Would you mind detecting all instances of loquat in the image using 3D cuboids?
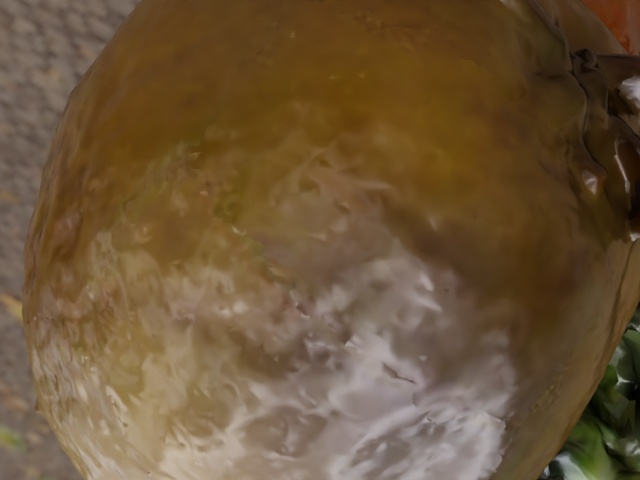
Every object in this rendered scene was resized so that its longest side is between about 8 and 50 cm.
[{"bbox_3d":[0.000,0.000,0.640,0.193,0.238,0.238,42,149,-17],"label":"loquat"}]

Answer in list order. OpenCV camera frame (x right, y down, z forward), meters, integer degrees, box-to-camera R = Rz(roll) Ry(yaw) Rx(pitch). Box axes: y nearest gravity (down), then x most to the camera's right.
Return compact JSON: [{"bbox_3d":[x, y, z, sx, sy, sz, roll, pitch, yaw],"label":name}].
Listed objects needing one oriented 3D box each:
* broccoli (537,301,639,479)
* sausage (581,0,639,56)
[{"bbox_3d":[0.188,0.060,0.937,0.272,0.324,0.334,16,174,2],"label":"broccoli"},{"bbox_3d":[0.091,-0.136,0.904,0.153,0.268,0.141,-22,115,45],"label":"sausage"}]
